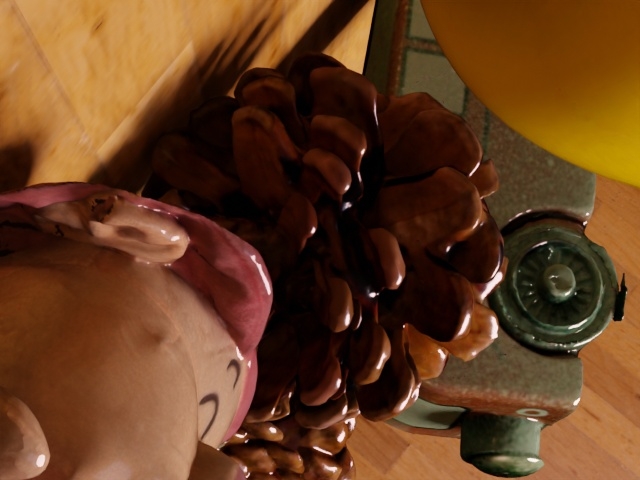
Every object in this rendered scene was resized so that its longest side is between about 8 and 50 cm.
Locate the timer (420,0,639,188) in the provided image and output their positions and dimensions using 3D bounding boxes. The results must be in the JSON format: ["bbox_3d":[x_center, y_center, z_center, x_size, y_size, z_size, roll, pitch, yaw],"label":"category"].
[{"bbox_3d":[0.124,-0.152,0.702,0.285,0.285,0.285,-51,176,-5],"label":"timer"}]

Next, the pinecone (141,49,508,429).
[{"bbox_3d":[-0.001,0.001,0.851,0.195,0.179,0.150,-16,172,-40],"label":"pinecone"}]

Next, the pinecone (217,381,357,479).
[{"bbox_3d":[-0.070,0.099,0.989,0.185,0.169,0.212,-10,-165,9],"label":"pinecone"}]

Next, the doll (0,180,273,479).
[{"bbox_3d":[-0.107,0.079,0.608,0.196,0.152,0.256,-37,-169,43],"label":"doll"}]

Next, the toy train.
[{"bbox_3d":[0.089,-0.031,1.022,0.129,0.159,0.326,112,-15,-72],"label":"toy train"}]

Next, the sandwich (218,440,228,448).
[{"bbox_3d":[-0.150,0.141,0.845,0.236,0.128,0.122,-57,170,25],"label":"sandwich"}]
